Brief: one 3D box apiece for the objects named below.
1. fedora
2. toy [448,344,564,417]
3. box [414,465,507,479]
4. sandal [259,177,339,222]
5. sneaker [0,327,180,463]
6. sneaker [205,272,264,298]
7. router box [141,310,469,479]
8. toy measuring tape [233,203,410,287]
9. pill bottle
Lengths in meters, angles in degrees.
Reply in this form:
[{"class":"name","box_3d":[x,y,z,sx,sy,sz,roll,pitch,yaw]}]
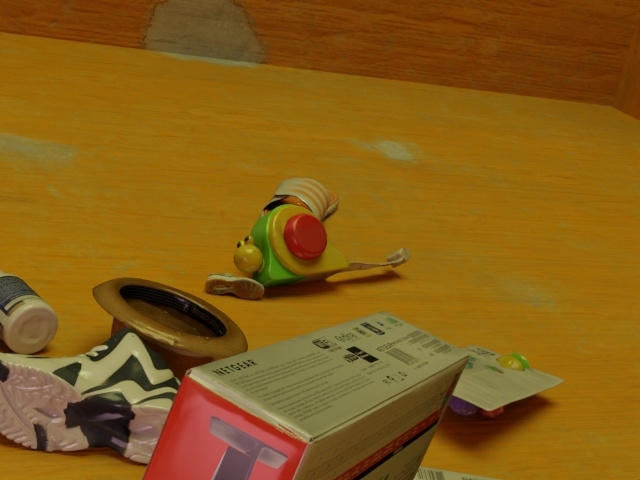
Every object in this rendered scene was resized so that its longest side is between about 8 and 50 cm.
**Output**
[{"class":"fedora","box_3d":[-0.184,0.114,1.319,0.194,0.079,0.194,22,13,-5]},{"class":"toy","box_3d":[0.199,0.187,1.414,0.137,0.056,0.237,21,16,31]},{"class":"box","box_3d":[0.139,0.295,1.115,0.145,0.038,0.186,10,19,-7]},{"class":"sandal","box_3d":[-0.030,-0.077,1.941,0.102,0.076,0.265,17,21,11]},{"class":"sneaker","box_3d":[-0.250,0.148,1.185,0.235,0.094,0.153,10,19,-9]},{"class":"sneaker","box_3d":[-0.120,0.060,1.586,0.083,0.031,0.037,11,20,-8]},{"class":"router box","box_3d":[-0.033,0.212,0.754,0.082,0.301,0.335,26,11,18]},{"class":"toy measuring tape","box_3d":[0.000,0.000,1.688,0.330,0.121,0.121,-7,28,-42]},{"class":"pill bottle","box_3d":[-0.367,0.080,1.328,0.067,0.067,0.120,-6,27,-41]}]
